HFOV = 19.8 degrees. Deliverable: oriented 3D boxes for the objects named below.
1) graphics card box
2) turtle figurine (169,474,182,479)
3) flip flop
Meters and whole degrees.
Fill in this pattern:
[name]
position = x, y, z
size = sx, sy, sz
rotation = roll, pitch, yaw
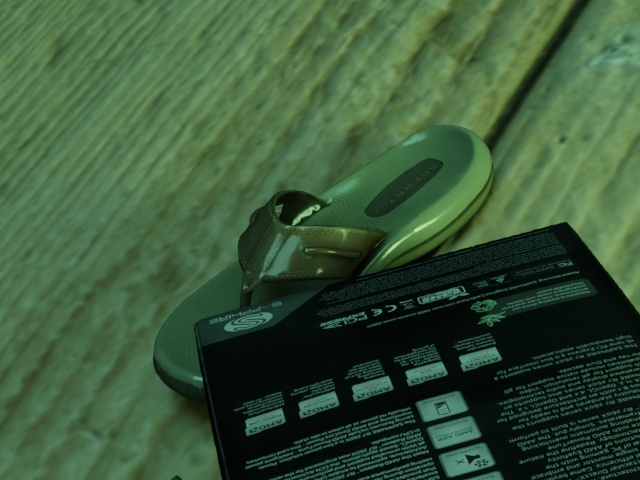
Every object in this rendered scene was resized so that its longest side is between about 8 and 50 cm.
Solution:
[graphics card box]
position = 0.069, 0.117, 0.899
size = 0.233, 0.094, 0.371
rotation = -16, 23, -3
[turtle figurine]
position = -0.167, 0.196, 0.990
size = 0.217, 0.087, 0.269
rotation = -19, 40, -1
[flip flop]
position = 0.000, 0.000, 1.156
size = 0.277, 0.080, 0.112
rotation = -39, 44, -23
